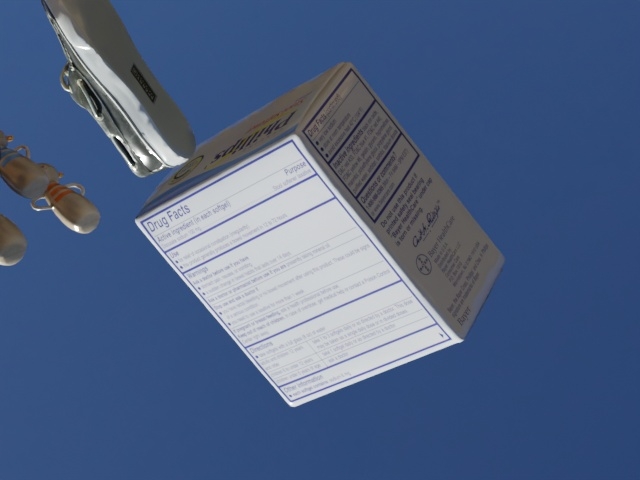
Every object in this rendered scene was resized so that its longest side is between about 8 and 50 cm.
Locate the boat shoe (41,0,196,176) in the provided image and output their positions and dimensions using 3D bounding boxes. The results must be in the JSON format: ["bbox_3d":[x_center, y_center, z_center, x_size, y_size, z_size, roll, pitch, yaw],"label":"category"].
[{"bbox_3d":[-0.202,-0.150,1.459,0.070,0.219,0.078,-22,-156,24],"label":"boat shoe"}]

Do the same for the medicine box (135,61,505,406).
[{"bbox_3d":[0.000,0.000,1.696,0.263,0.289,0.149,-25,-160,40],"label":"medicine box"}]

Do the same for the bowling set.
[{"bbox_3d":[-0.402,-0.073,1.836,0.287,0.200,0.154,-25,-132,-34],"label":"bowling set"}]
